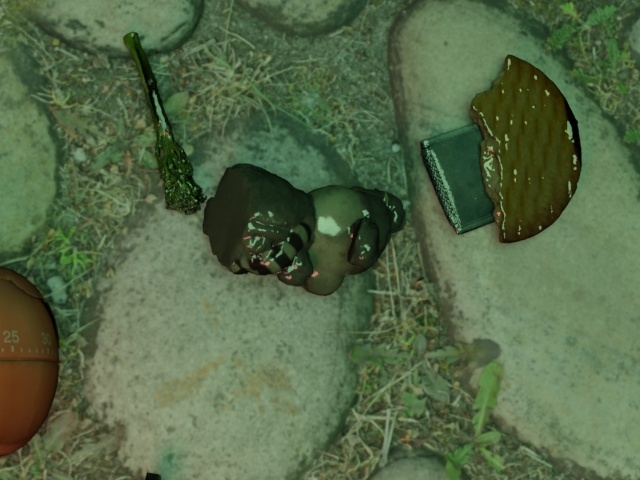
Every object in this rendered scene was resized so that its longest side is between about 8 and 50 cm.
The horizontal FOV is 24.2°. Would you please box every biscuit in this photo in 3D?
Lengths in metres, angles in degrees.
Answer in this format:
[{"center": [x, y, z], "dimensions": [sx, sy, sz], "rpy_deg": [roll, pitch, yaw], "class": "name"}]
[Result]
[{"center": [0.252, -0.109, 1.895], "dimensions": [0.176, 0.031, 0.228], "rpy_deg": [28, 75, -11], "class": "biscuit"}]

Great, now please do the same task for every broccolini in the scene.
[{"center": [-0.201, -0.145, 1.850], "dimensions": [0.054, 0.051, 0.239], "rpy_deg": [-22, 87, 37], "class": "broccolini"}]

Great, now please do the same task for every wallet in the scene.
[{"center": [0.182, -0.077, 1.897], "dimensions": [0.088, 0.026, 0.129], "rpy_deg": [-20, 87, -20], "class": "wallet"}]

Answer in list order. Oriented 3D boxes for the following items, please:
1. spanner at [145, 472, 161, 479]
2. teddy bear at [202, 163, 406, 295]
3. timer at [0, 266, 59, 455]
[{"center": [-0.226, 0.439, 1.778], "dimensions": [0.040, 0.095, 0.325], "rpy_deg": [10, 86, -7], "class": "spanner"}, {"center": [-0.011, 0.001, 1.806], "dimensions": [0.251, 0.171, 0.144], "rpy_deg": [12, 105, -12], "class": "teddy bear"}, {"center": [-0.414, 0.139, 1.710], "dimensions": [0.229, 0.229, 0.215], "rpy_deg": [1, 77, -7], "class": "timer"}]
